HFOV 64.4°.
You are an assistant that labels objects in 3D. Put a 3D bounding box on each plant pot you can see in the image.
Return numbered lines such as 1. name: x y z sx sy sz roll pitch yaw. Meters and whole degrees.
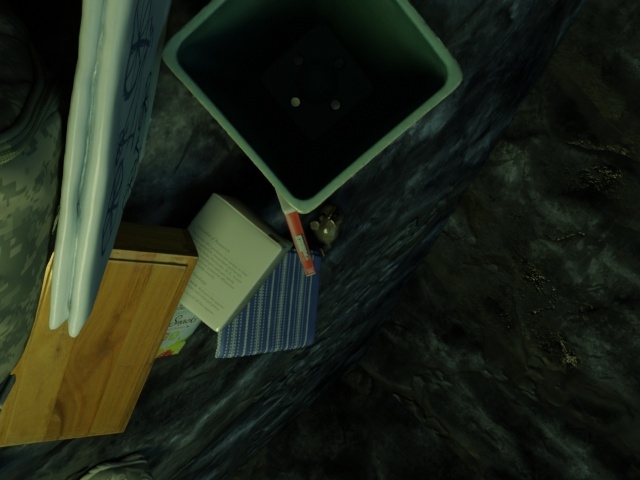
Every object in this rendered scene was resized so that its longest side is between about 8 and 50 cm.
1. plant pot: -0.007 -0.220 0.682 0.247 0.248 0.252 -40 -171 8

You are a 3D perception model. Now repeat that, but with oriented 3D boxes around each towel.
1. towel: -0.110 0.133 1.171 0.336 0.040 0.243 9 84 -55

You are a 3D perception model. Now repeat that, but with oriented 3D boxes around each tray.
1. tray: -0.354 0.154 0.778 0.202 0.076 0.411 7 125 -36

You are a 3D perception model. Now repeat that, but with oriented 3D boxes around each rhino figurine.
1. rhino figurine: 0.000 0.000 1.352 0.106 0.073 0.243 -56 172 -47

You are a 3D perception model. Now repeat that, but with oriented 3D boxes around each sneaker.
1. sneaker: -0.529 0.637 1.303 0.105 0.115 0.281 -55 159 12

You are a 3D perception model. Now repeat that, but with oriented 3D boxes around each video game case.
1. video game case: -0.063 -0.074 0.929 0.025 0.204 0.285 -19 155 -2

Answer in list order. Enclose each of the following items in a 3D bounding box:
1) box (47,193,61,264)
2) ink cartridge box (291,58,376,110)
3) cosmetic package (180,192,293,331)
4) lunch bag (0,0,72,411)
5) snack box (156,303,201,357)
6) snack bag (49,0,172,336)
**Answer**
1. box: -0.325 -0.039 0.553 0.162 0.116 0.029 -57 157 18
2. ink cartridge box: 0.029 -0.234 0.892 0.093 0.154 0.212 -18 142 -58
3. cosmetic package: -0.167 0.034 0.905 0.184 0.151 0.151 -52 179 4
4. lunch bag: -0.306 -0.023 0.366 0.212 0.256 0.305 -5 136 -41
5. snack box: -0.313 0.148 0.967 0.174 0.070 0.207 -52 160 12
6. snack bag: -0.189 -0.138 0.490 0.037 0.343 0.323 13 126 -17
